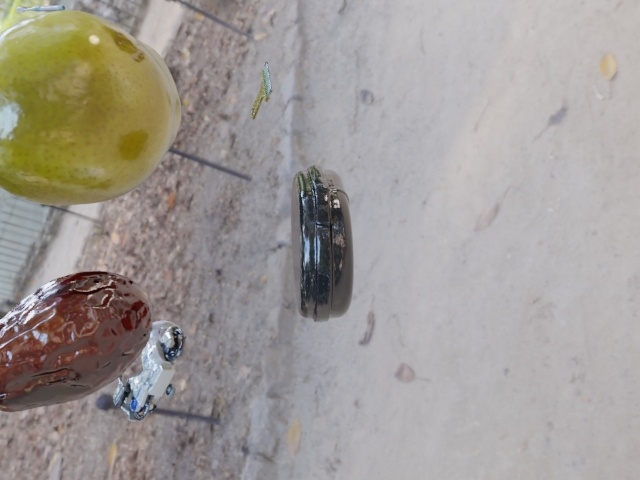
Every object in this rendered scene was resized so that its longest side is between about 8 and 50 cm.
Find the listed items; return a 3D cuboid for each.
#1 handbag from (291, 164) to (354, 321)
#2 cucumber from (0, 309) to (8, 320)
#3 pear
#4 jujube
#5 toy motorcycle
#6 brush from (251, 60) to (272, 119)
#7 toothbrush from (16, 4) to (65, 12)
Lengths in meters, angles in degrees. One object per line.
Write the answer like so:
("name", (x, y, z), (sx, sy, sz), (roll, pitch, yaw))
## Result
("handbag", (0.001, 0.000, 1.255), (0.308, 0.093, 0.254), (-102, 12, -64))
("cucumber", (-0.801, 0.159, 1.608), (0.056, 0.284, 0.056), (-16, 62, 32))
("pear", (-0.446, -0.236, 1.313), (0.362, 0.418, 0.362), (11, 112, 29))
("jujube", (-0.415, 0.160, 1.172), (0.197, 0.290, 0.197), (34, 138, 37))
("toy motorcycle", (-0.339, 0.250, 1.440), (0.221, 0.102, 0.150), (-60, 38, 12))
("brush", (-0.149, -0.359, 1.794), (0.218, 0.010, 0.082), (131, 133, -66))
("toothbrush", (-0.586, -0.487, 1.502), (0.167, 0.011, 0.014), (11, 39, 35))
